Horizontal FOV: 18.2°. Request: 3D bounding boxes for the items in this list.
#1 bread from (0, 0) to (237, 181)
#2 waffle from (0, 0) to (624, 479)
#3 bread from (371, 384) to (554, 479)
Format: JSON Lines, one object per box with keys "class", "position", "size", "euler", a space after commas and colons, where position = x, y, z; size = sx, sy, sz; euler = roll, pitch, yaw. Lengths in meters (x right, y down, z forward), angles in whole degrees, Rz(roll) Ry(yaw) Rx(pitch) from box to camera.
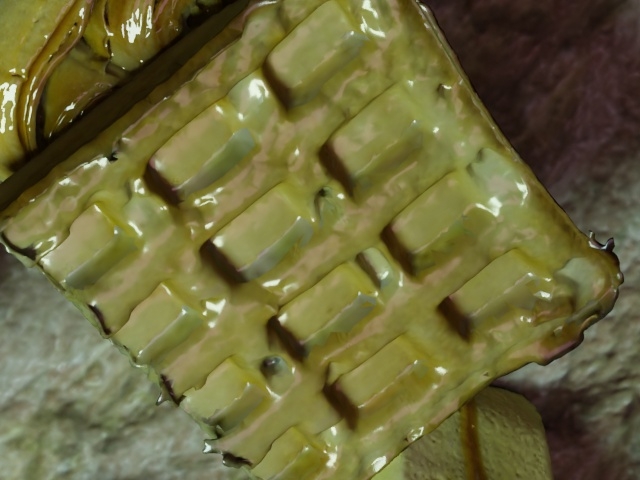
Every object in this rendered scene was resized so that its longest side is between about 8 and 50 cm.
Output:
{"class": "bread", "position": [-0.127, -0.126, 1.295], "size": [0.198, 0.120, 0.236], "euler": [28, 104, -30]}
{"class": "waffle", "position": [0.000, 0.000, 1.288], "size": [0.304, 0.077, 0.348], "euler": [-39, 121, 1]}
{"class": "bread", "position": [0.117, 0.232, 1.482], "size": [0.168, 0.264, 0.163], "euler": [13, 113, -30]}
